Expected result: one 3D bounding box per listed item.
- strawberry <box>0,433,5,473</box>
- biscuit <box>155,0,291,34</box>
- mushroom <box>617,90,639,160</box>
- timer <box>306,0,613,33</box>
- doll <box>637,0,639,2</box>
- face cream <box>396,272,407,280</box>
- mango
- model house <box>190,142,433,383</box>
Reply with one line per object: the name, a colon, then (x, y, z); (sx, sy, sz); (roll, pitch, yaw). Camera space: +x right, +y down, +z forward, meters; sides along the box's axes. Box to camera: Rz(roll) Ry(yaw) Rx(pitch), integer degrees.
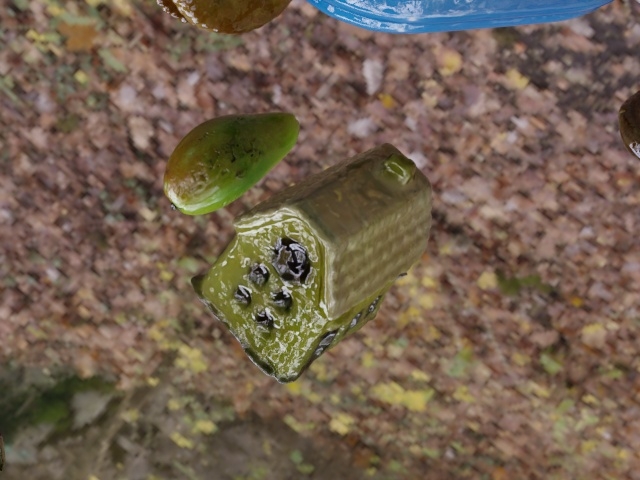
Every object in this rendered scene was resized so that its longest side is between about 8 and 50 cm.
strawberry: (-0.532, 0.292, 1.282); (0.295, 0.345, 0.317); (67, 180, -61)
biscuit: (-0.087, -0.319, 1.195); (0.066, 0.220, 0.220); (34, 163, 37)
mushroom: (0.495, -0.163, 1.417); (0.227, 0.148, 0.217); (18, 145, 7)
timer: (0.081, -0.295, 0.895); (0.115, 0.309, 0.340); (108, 147, -48)
doll: (0.364, -0.341, 1.317); (0.293, 0.138, 0.119); (30, -165, -26)
face cream: (-0.002, 0.080, 1.507); (0.114, 0.224, 0.070); (7, 121, 55)
mango: (-0.130, -0.126, 1.690); (0.111, 0.233, 0.125); (49, 158, 17)
model house: (0.000, 0.000, 1.254); (0.175, 0.193, 0.234); (44, 135, 16)
